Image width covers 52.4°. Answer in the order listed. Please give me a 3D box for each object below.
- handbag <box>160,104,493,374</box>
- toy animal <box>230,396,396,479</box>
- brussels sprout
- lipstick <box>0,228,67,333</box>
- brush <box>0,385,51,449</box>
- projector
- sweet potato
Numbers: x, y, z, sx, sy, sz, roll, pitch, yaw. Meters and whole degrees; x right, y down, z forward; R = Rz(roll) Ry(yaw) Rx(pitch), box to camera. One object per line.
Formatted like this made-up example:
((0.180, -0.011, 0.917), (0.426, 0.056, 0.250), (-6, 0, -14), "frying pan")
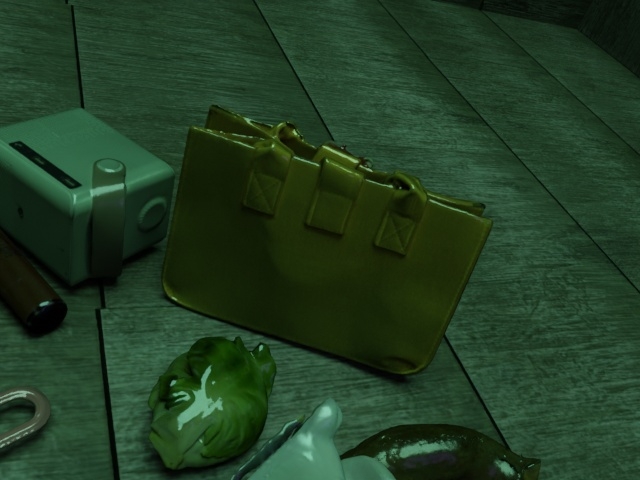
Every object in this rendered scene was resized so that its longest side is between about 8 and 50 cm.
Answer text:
((0.000, 0.000, 0.886), (0.401, 0.282, 0.133), (19, 34, 0), "handbag")
((0.000, 0.315, 0.598), (0.249, 0.174, 0.289), (-12, 56, -31), "toy animal")
((-0.123, 0.186, 0.760), (0.139, 0.100, 0.181), (43, 22, 3), "brussels sprout")
((-0.457, -0.008, 0.864), (0.357, 0.057, 0.057), (39, 41, 23), "lipstick")
((-0.384, 0.209, 0.643), (0.234, 0.047, 0.103), (-20, 53, -43), "brush")
((-0.333, -0.062, 0.906), (0.243, 0.163, 0.177), (33, 39, 22), "projector")
((0.135, 0.273, 0.778), (0.286, 0.085, 0.112), (7, 44, -17), "sweet potato")
